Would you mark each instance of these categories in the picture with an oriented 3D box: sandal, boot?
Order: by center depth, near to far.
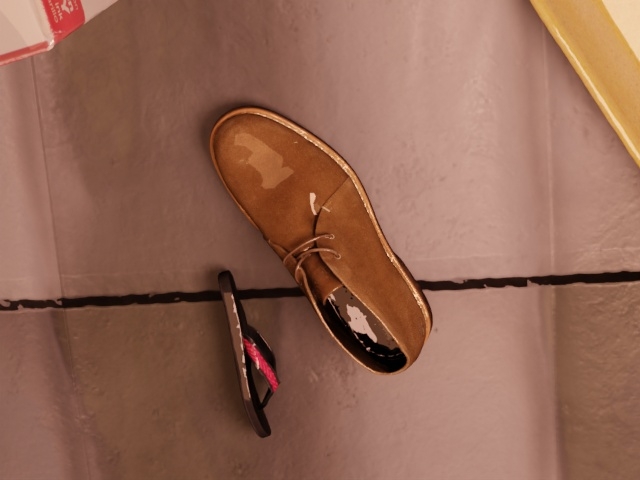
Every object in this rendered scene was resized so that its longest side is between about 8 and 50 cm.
[{"bbox_3d":[0.000,0.000,1.504,0.112,0.115,0.305,-37,96,18],"label":"boot"},{"bbox_3d":[-0.066,0.115,1.573,0.040,0.067,0.179,-11,101,0],"label":"sandal"}]

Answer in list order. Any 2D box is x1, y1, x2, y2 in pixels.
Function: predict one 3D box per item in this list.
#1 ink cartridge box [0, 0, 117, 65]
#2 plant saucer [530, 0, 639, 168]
[{"bbox_3d":[-0.322,-0.236,1.345,0.279,0.384,0.160,-16,106,12],"label":"ink cartridge box"},{"bbox_3d":[0.404,-0.197,1.405,0.333,0.081,0.332,-32,100,15],"label":"plant saucer"}]
